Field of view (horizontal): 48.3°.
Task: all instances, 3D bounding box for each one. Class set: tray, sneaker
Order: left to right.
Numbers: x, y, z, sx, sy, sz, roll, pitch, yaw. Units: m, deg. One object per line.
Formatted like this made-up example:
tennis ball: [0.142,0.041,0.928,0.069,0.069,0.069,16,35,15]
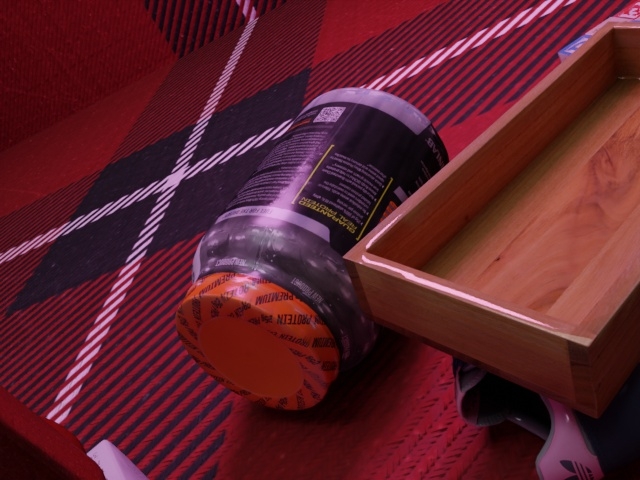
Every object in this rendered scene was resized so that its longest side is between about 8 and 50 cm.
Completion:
sneaker: [0.143,0.082,0.605,0.131,0.112,0.319,-34,27,-10]
tray: [0.233,-0.055,0.586,0.411,0.076,0.203,-40,37,-27]

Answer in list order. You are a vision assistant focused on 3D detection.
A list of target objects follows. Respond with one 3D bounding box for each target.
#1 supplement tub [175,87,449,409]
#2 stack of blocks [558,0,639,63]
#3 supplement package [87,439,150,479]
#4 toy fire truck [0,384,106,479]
supplement tub: [0.000,0.000,0.777,0.207,0.207,0.338,-8,36,38]
stack of blocks: [0.464,-0.255,0.850,0.297,0.087,0.171,-34,28,-4]
supplement package: [-0.121,0.301,0.448,0.177,0.175,0.293,-40,29,-15]
toy fire truck: [-0.268,0.166,0.353,0.302,0.254,0.169,-36,29,-2]
